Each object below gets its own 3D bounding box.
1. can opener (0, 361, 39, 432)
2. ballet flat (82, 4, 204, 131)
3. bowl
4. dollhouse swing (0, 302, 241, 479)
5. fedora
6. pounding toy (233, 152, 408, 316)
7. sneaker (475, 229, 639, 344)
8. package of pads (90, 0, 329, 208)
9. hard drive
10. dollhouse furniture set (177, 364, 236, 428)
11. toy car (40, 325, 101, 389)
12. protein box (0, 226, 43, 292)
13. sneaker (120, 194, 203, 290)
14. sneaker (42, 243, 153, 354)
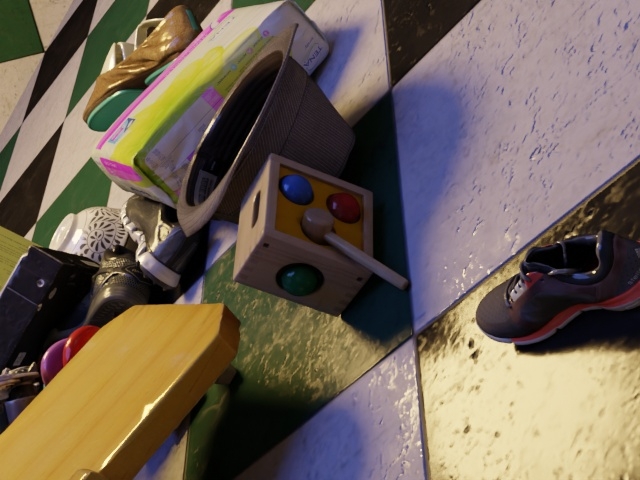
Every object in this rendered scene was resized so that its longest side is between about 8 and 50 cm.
[{"bbox_3d":[-0.369,0.209,1.295,0.283,0.076,0.095,126,128,-68],"label":"can opener"},{"bbox_3d":[-0.303,-0.299,1.834,0.342,0.116,0.124,-26,71,48],"label":"ballet flat"},{"bbox_3d":[-0.378,0.007,1.716,0.170,0.080,0.170,-42,31,32],"label":"bowl"},{"bbox_3d":[-0.180,0.269,1.029,0.305,0.315,0.347,-34,14,-30],"label":"dollhouse swing"},{"bbox_3d":[-0.048,-0.095,1.165,0.275,0.124,0.243,-34,33,57],"label":"fedora"},{"bbox_3d":[0.000,0.000,0.998,0.100,0.130,0.141,-55,23,40],"label":"pounding toy"},{"bbox_3d":[0.155,0.024,0.742,0.158,0.065,0.061,-29,39,47],"label":"sneaker"},{"bbox_3d":[-0.146,-0.180,1.390,0.296,0.101,0.229,-49,24,-11],"label":"package of pads"},{"bbox_3d":[-0.432,0.171,1.528,0.339,0.064,0.237,-62,-8,-1],"label":"hard drive"},{"bbox_3d":[-0.161,0.154,1.161,0.114,0.081,0.091,-58,25,4],"label":"dollhouse furniture set"},{"bbox_3d":[-0.259,0.161,1.268,0.182,0.136,0.159,-33,37,43],"label":"toy car"},{"bbox_3d":[-0.551,0.097,1.795,0.136,0.200,0.201,-43,31,32],"label":"protein box"},{"bbox_3d":[-0.204,-0.024,1.442,0.106,0.078,0.234,-50,28,7],"label":"sneaker"},{"bbox_3d":[-0.294,0.092,1.473,0.227,0.087,0.130,-42,22,40],"label":"sneaker"}]
